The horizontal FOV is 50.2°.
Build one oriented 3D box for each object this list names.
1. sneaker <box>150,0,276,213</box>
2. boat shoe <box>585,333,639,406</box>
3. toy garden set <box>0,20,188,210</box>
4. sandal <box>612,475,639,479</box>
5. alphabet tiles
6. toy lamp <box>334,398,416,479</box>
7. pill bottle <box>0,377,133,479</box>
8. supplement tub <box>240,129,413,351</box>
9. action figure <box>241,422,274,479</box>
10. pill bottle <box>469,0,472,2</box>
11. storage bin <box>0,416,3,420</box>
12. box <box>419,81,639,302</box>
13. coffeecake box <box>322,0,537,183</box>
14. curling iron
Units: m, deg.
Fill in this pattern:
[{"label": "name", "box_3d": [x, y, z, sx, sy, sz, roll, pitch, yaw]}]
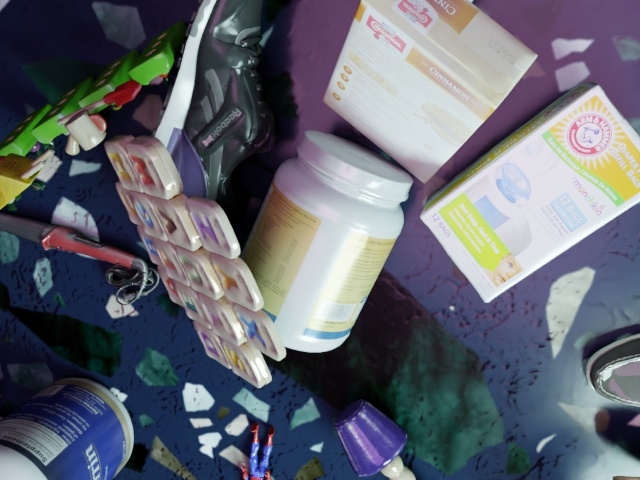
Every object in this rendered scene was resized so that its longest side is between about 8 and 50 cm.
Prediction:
[{"label": "sneaker", "box_3d": [-0.090, -0.160, 0.738, 0.124, 0.107, 0.283, 25, 115, -3]}, {"label": "boat shoe", "box_3d": [0.395, 0.139, 0.701, 0.227, 0.069, 0.081, -7, 102, 15]}, {"label": "toy garden set", "box_3d": [-0.251, -0.124, 0.729, 0.244, 0.204, 0.049, -24, 120, 18]}, {"label": "sandal", "box_3d": [0.430, 0.223, 0.725, 0.239, 0.088, 0.079, 1, 72, 6]}, {"label": "alphabet tiles", "box_3d": [-0.138, 0.024, 0.711, 0.021, 0.278, 0.284, -33, 116, -25]}, {"label": "toy lamp", "box_3d": [0.117, 0.307, 0.805, 0.080, 0.080, 0.275, -39, 93, 19]}, {"label": "pill bottle", "box_3d": [-0.349, 0.284, 0.811, 0.153, 0.265, 0.153, 3, 105, 13]}, {"label": "supplement tub", "box_3d": [0.000, 0.000, 0.721, 0.144, 0.144, 0.200, 27, 108, 6]}, {"label": "action figure", "box_3d": [-0.081, 0.293, 0.876, 0.038, 0.030, 0.115, 8, 107, 6]}, {"label": "pill bottle", "box_3d": [0.066, -0.279, 0.658, 0.184, 0.103, 0.103, 38, 109, 2]}, {"label": "storage bin", "box_3d": [-0.473, 0.308, 0.946, 0.135, 0.098, 0.091, -15, 128, 16]}, {"label": "box", "box_3d": [0.215, -0.051, 0.679, 0.203, 0.103, 0.114, -37, 93, 19]}, {"label": "coffeecake box", "box_3d": [0.090, -0.150, 0.640, 0.142, 0.185, 0.068, 40, 73, 2]}, {"label": "curling iron", "box_3d": [-0.331, 0.010, 0.859, 0.273, 0.035, 0.068, 22, 107, 7]}]
